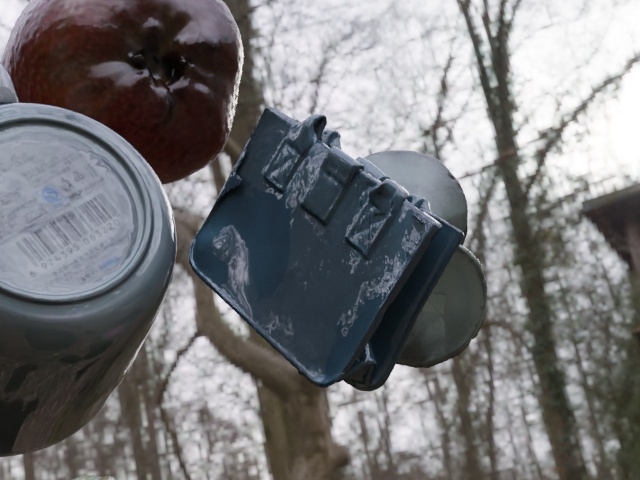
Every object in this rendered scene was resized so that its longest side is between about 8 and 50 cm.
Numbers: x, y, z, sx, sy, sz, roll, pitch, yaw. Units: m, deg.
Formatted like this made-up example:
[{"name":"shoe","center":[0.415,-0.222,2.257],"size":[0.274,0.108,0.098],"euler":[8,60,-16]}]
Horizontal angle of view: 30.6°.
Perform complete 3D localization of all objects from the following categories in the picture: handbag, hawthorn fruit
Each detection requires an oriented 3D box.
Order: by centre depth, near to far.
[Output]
[{"name":"handbag","center":[0.000,0.000,0.966],"size":[0.062,0.229,0.179],"euler":[20,-77,-48]},{"name":"hawthorn fruit","center":[-0.271,-0.198,1.479],"size":[0.284,0.285,0.369],"euler":[11,-15,-43]}]

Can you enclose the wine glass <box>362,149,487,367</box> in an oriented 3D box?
[{"name":"wine glass","center":[0.132,0.026,1.855],"size":[0.267,0.267,0.406],"euler":[-14,16,3]}]

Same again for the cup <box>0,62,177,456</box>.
[{"name":"cup","center":[-0.286,-0.012,1.078],"size":[0.259,0.357,0.274],"euler":[-7,-23,-29]}]

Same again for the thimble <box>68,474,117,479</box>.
[{"name":"thimble","center":[-0.152,0.267,0.847],"size":[0.137,0.143,0.190],"euler":[-28,-58,9]}]
